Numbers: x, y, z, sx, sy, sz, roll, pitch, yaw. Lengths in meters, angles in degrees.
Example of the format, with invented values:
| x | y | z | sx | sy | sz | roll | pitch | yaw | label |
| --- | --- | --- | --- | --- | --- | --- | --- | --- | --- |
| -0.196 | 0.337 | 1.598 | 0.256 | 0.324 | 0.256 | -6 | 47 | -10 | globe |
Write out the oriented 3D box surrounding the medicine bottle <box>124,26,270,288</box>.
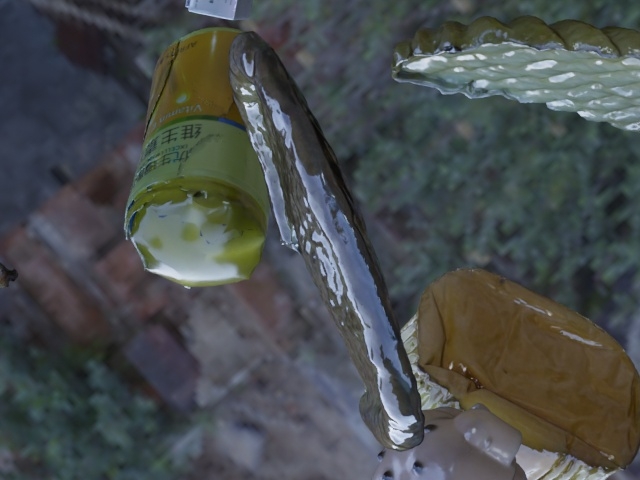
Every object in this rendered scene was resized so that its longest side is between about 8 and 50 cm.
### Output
| x | y | z | sx | sy | sz | roll | pitch | yaw | label |
| --- | --- | --- | --- | --- | --- | --- | --- | --- | --- |
| -0.098 | -0.067 | 1.575 | 0.124 | 0.124 | 0.239 | 57 | -155 | -37 | medicine bottle |

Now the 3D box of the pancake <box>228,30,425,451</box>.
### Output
| x | y | z | sx | sy | sz | roll | pitch | yaw | label |
| --- | --- | --- | --- | --- | --- | --- | --- | --- | --- |
| 0.000 | 0.000 | 1.206 | 0.286 | 0.033 | 0.288 | -159 | 48 | -79 | pancake |

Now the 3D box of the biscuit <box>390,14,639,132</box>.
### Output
| x | y | z | sx | sy | sz | roll | pitch | yaw | label |
| --- | --- | --- | --- | --- | --- | --- | --- | --- | --- |
| 0.193 | -0.113 | 1.270 | 0.273 | 0.036 | 0.187 | 12 | 172 | -11 | biscuit |

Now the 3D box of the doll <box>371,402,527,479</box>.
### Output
| x | y | z | sx | sy | sz | roll | pitch | yaw | label |
| --- | --- | --- | --- | --- | --- | --- | --- | --- | --- |
| 0.065 | 0.255 | 1.525 | 0.119 | 0.278 | 0.154 | 34 | -178 | -8 | doll |

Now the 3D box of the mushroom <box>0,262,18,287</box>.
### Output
| x | y | z | sx | sy | sz | roll | pitch | yaw | label |
| --- | --- | --- | --- | --- | --- | --- | --- | --- | --- |
| -0.406 | -0.039 | 1.582 | 0.173 | 0.162 | 0.236 | -13 | 99 | 31 | mushroom |

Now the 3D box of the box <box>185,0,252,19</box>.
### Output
| x | y | z | sx | sy | sz | roll | pitch | yaw | label |
| --- | --- | --- | --- | --- | --- | --- | --- | --- | --- |
| -0.088 | -0.285 | 1.814 | 0.051 | 0.130 | 0.129 | 13 | -172 | 4 | box |

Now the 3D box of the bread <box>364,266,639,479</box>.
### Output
| x | y | z | sx | sy | sz | roll | pitch | yaw | label |
| --- | --- | --- | --- | --- | --- | --- | --- | --- | --- |
| 0.189 | 0.167 | 1.960 | 0.288 | 0.204 | 0.156 | 19 | 144 | -18 | bread |
